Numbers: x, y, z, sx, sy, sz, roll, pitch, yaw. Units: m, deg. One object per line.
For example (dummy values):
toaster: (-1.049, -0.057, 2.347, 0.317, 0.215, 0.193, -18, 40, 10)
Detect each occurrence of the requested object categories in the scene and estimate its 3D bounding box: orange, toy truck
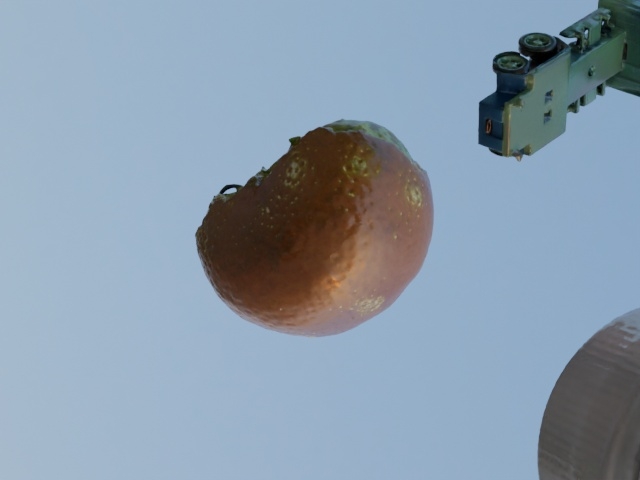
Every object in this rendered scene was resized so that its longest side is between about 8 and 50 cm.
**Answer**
orange: (-0.001, 0.006, 1.640, 0.237, 0.179, 0.158, -29, -127, 34)
toy truck: (0.166, -0.095, 1.040, 0.081, 0.175, 0.067, 25, -48, 34)

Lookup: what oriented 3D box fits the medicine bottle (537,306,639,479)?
medicine bottle: (0.301, 0.162, 1.031, 0.371, 0.211, 0.211, -159, -113, -63)
